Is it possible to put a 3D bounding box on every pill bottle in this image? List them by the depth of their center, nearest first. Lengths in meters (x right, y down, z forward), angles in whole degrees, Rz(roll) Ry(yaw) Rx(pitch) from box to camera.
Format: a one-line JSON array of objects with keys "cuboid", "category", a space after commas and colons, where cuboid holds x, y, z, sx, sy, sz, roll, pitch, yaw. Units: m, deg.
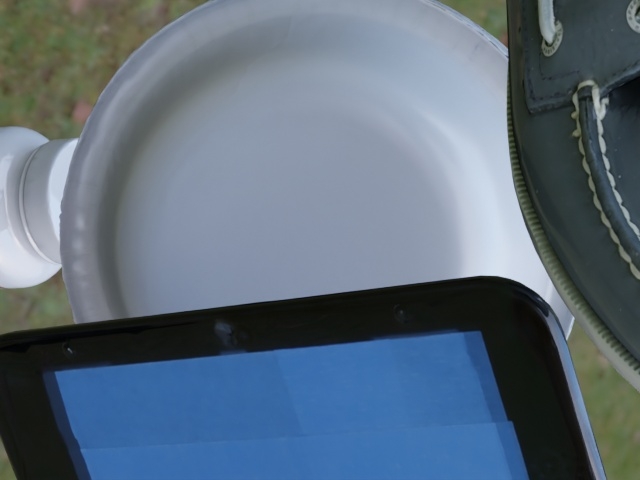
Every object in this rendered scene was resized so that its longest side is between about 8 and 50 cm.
[{"cuboid": [-0.261, -0.022, 1.355, 0.121, 0.216, 0.121, 14, 74, -60], "category": "pill bottle"}]

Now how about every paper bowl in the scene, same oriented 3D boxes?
[{"cuboid": [0.000, 0.000, 0.977, 0.148, 0.284, 0.284, -44, 153, -80], "category": "paper bowl"}]

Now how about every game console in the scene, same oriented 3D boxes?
[{"cuboid": [-0.027, 0.175, 0.734, 0.173, 0.293, 0.250, 49, 45, -40], "category": "game console"}]

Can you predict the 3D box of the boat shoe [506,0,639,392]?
[{"cuboid": [0.106, -0.087, 0.565, 0.099, 0.116, 0.319, 70, 11, -55], "category": "boat shoe"}]
